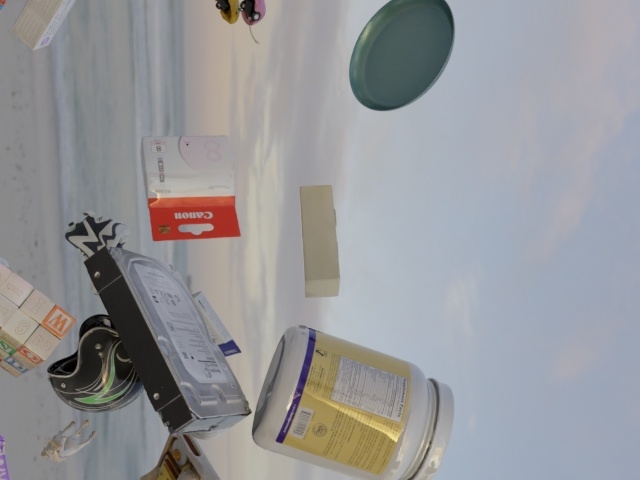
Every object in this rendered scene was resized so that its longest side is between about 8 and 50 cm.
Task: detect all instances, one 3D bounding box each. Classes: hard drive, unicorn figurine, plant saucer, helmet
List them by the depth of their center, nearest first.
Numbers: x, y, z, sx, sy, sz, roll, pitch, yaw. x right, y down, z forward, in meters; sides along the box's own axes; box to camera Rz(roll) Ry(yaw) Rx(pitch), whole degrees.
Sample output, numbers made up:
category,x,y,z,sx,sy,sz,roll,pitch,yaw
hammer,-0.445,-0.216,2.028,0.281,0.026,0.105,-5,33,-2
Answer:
category,x,y,z,sx,sy,sz,roll,pitch,yaw
hard drive,-0.261,0.175,1.212,0.339,0.064,0.237,59,9,20
helmet,-0.389,0.226,1.225,0.162,0.169,0.169,-66,-169,-2
unicorn figurine,-0.499,0.398,1.349,0.162,0.060,0.111,-42,-179,40
plant saucer,0.205,-0.464,1.709,0.317,0.043,0.318,-17,-116,39

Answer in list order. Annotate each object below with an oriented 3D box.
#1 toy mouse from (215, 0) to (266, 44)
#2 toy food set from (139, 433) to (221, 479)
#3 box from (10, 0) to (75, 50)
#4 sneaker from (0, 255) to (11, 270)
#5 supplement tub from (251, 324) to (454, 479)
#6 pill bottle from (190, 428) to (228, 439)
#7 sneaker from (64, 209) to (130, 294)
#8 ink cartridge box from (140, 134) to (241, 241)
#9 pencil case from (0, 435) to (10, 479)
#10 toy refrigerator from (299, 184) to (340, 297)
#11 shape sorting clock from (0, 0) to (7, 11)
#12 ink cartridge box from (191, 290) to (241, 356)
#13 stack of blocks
category,x,y,z,sx,sy,sz,roll,pitch,yaw
toy mouse,-0.110,-0.374,1.007,0.161,0.031,0.143,61,-34,11
toy food set,-0.376,0.613,1.766,0.220,0.092,0.306,48,-52,30
box,-0.531,-0.536,1.423,0.324,0.067,0.063,-44,-170,29
sneaker,-0.772,0.018,1.487,0.297,0.110,0.129,67,2,-75
supplement tub,0.059,0.317,1.300,0.241,0.331,0.241,-160,-90,-84
pill bottle,-0.277,0.377,1.619,0.229,0.131,0.131,92,-7,-60
sneaker,-0.586,0.021,1.763,0.094,0.153,0.235,-48,167,-48
ink cartridge box,-0.268,-0.115,1.436,0.066,0.188,0.232,113,-33,-51
pencil case,-0.856,0.625,1.820,0.086,0.088,0.206,104,-32,-75
toy refrigerator,0.000,0.000,1.721,0.102,0.094,0.270,92,-6,-59
shape sorting clock,-0.699,-0.551,1.398,0.206,0.040,0.206,12,90,-79
ink cartridge box,-0.371,0.274,2.013,0.224,0.223,0.045,58,37,-14
stack of blocks,-0.577,0.094,1.142,0.171,0.297,0.087,-28,-154,47
